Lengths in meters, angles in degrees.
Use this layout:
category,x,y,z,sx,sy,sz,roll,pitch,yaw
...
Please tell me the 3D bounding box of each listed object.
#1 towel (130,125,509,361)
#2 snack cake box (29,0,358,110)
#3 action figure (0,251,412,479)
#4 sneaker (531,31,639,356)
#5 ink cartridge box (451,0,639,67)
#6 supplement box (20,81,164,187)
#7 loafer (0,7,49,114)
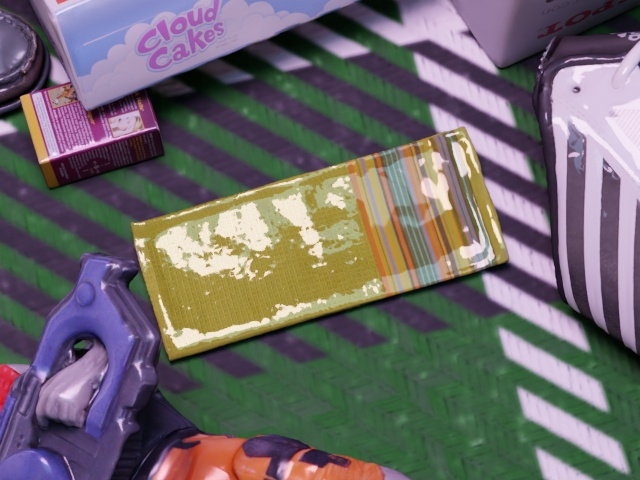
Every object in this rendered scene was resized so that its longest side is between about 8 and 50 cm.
category,x,y,z,sx,sy,sz,roll,pitch,yaw
towel,0.000,0.000,1.076,0.237,0.021,0.102,-16,69,-6
snack cake box,-0.069,-0.207,1.093,0.264,0.089,0.152,-23,49,-9
action figure,-0.108,0.195,0.960,0.330,0.178,0.341,31,99,18
sneaker,0.280,-0.126,0.995,0.258,0.169,0.447,27,97,14
ink cartridge box,0.215,-0.297,1.000,0.279,0.384,0.160,-25,74,-10
supplement box,-0.153,-0.077,1.092,0.083,0.043,0.055,-16,68,-6
loafer,-0.320,-0.138,1.091,0.268,0.084,0.096,7,69,2
